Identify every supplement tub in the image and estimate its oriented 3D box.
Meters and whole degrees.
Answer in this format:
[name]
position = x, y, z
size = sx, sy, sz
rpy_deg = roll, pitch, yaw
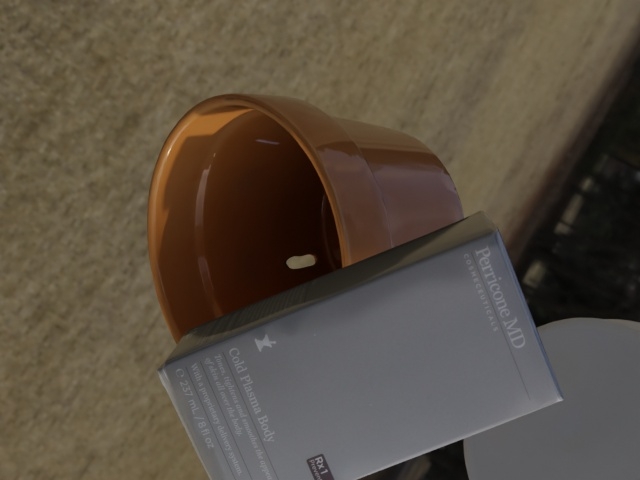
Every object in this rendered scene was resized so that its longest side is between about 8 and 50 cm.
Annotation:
[supplement tub]
position = 0.286, 0.206, 1.067
size = 0.325, 0.235, 0.235
rpy_deg = 32, 87, -54

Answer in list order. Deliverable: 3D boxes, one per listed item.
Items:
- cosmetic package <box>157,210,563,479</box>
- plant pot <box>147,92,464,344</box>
[cosmetic package]
position = 0.030, 0.083, 0.787
size = 0.238, 0.127, 0.107
rpy_deg = -24, -173, 9
[plant pot]
position = 0.000, 0.000, 1.105
size = 0.203, 0.291, 0.291
rpy_deg = -11, 135, -40
